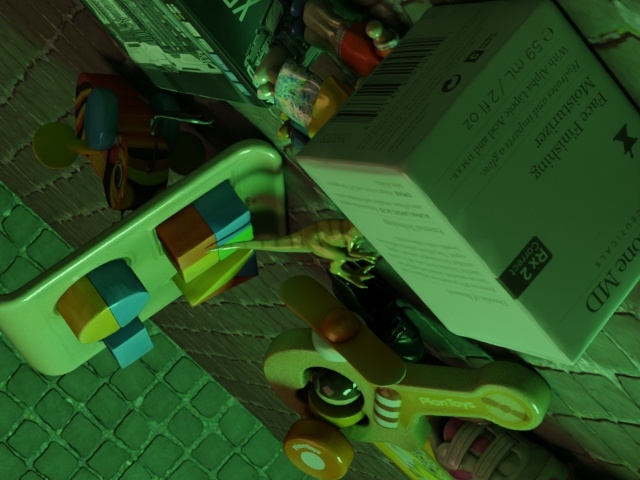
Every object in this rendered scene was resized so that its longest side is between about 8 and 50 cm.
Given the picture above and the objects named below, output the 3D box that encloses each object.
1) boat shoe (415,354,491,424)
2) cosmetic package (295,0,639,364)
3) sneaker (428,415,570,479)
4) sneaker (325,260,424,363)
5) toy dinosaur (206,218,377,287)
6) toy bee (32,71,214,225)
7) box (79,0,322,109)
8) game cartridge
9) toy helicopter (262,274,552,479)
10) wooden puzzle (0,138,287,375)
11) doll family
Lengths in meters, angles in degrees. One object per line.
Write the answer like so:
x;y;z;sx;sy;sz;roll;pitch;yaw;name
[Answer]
0.145;0.182;1.816;0.153;0.056;0.048;17;149;43;boat shoe
0.116;-0.041;0.987;0.183;0.151;0.151;46;165;-22;cosmetic package
0.201;0.264;1.811;0.111;0.103;0.252;45;165;-22;sneaker
0.065;0.081;1.722;0.170;0.051;0.089;47;169;-10;sneaker
0.000;0.000;1.583;0.211;0.064;0.112;-12;141;34;toy dinosaur
-0.226;-0.091;1.682;0.195;0.162;0.298;8;-168;-7;toy bee
-0.164;-0.252;1.259;0.307;0.076;0.242;48;165;-28;box
0.136;0.283;2.162;0.285;0.052;0.324;44;167;-10;game cartridge
0.086;0.150;1.659;0.355;0.140;0.235;0;132;36;toy helicopter
-0.185;0.045;1.684;0.080;0.348;0.322;57;171;15;wooden puzzle
0.034;-0.071;1.186;0.163;0.118;0.263;36;165;20;doll family
